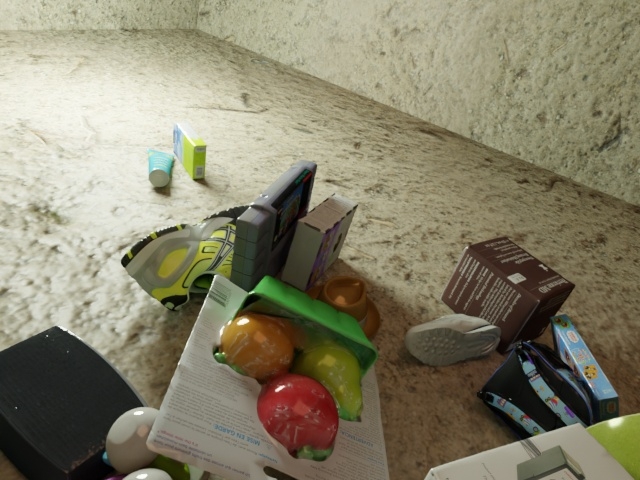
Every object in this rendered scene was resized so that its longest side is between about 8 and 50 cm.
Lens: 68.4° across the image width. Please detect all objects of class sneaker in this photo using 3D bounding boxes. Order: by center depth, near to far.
[{"bbox_3d":[0.267,0.201,1.000,0.235,0.090,0.095,4,21,-27],"label":"sneaker"},{"bbox_3d":[-0.230,0.032,1.000,0.147,0.145,0.385,56,37,3],"label":"sneaker"}]

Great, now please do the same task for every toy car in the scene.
[{"bbox_3d":[-0.212,0.305,0.559,0.136,0.159,0.182,-29,42,-2],"label":"toy car"}]

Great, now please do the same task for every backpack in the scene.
[{"bbox_3d":[0.400,0.287,0.840,0.117,0.158,0.173,12,25,-40],"label":"backpack"}]

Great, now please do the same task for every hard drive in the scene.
[{"bbox_3d":[-0.366,0.225,0.668,0.255,0.054,0.172,31,34,22],"label":"hard drive"}]

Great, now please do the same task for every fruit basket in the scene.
[{"bbox_3d":[-0.050,0.221,0.694,0.327,0.165,0.353,27,30,-13],"label":"fruit basket"}]

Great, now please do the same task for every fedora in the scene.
[{"bbox_3d":[0.048,0.130,0.994,0.195,0.079,0.194,13,31,-8],"label":"fedora"}]

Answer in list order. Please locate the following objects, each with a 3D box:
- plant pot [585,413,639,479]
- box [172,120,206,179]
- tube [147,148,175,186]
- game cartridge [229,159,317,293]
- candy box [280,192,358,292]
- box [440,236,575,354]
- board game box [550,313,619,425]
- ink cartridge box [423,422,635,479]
[{"bbox_3d":[0.497,0.422,0.610,0.275,0.274,0.293,15,46,-3],"label":"plant pot"},{"bbox_3d":[-0.387,-0.269,1.387,0.043,0.109,0.178,-11,41,-32],"label":"box"},{"bbox_3d":[-0.454,-0.215,1.336,0.080,0.052,0.207,15,24,-24],"label":"tube"},{"bbox_3d":[-0.093,-0.021,1.021,0.068,0.230,0.355,22,32,7],"label":"game cartridge"},{"bbox_3d":[0.000,0.000,1.094,0.070,0.164,0.196,27,32,14],"label":"candy box"},{"bbox_3d":[0.431,0.121,1.107,0.169,0.166,0.203,-11,41,-38],"label":"box"},{"bbox_3d":[0.514,0.274,0.923,0.039,0.160,0.211,-16,31,12],"label":"board game box"},{"bbox_3d":[0.240,0.364,0.601,0.273,0.198,0.114,-1,34,-28],"label":"ink cartridge box"}]
